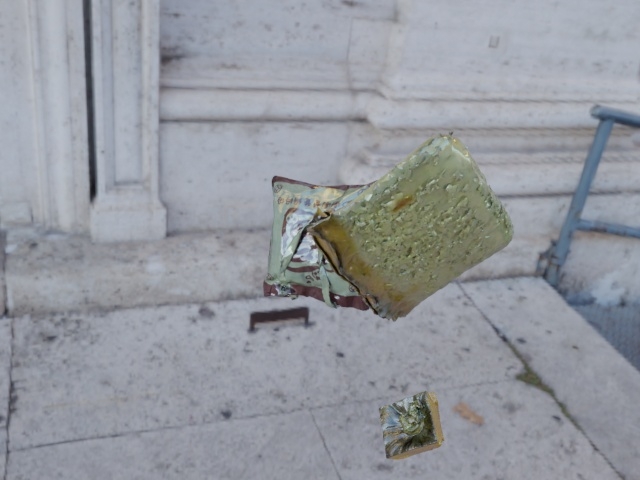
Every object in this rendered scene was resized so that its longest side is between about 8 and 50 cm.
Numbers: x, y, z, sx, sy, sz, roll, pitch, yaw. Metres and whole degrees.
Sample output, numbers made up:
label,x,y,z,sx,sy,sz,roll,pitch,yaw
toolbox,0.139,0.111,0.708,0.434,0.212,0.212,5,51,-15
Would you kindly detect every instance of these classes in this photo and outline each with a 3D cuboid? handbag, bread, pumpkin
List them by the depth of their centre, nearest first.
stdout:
label,x,y,z,sx,sy,sz,roll,pitch,yaw
pumpkin,0.121,0.248,0.978,0.083,0.054,0.074,-26,52,23
bread,0.097,-0.072,1.011,0.248,0.315,0.279,-31,48,10
handbag,0.000,0.000,1.331,0.213,0.235,0.127,6,5,17
